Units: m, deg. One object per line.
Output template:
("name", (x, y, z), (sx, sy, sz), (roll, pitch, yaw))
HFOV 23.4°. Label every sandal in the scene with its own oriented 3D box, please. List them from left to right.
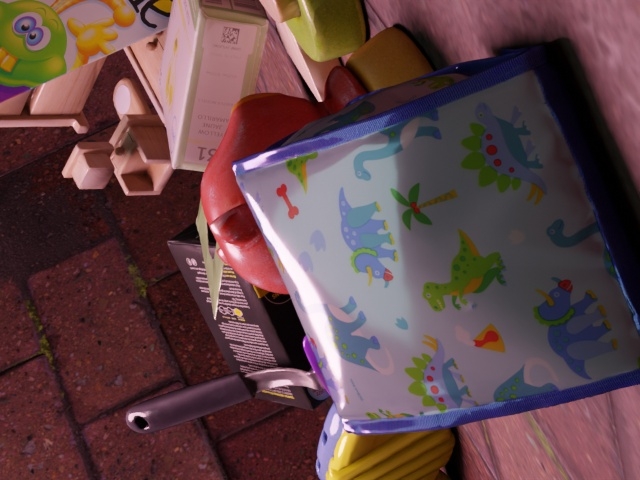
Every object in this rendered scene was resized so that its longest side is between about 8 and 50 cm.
("sandal", (0.049, 0.177, 1.402), (0.317, 0.126, 0.138), (79, 168, -66))

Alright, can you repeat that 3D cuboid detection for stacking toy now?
("stacking toy", (-0.022, -0.058, 0.895), (0.279, 0.130, 0.309), (62, 174, 21))

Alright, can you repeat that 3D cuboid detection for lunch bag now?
("lunch bag", (0.057, -0.001, 0.596), (0.151, 0.096, 0.128), (-13, 105, 55))

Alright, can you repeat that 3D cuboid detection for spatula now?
("spatula", (-0.042, 0.116, 1.245), (0.084, 0.296, 0.030), (59, -145, -19))

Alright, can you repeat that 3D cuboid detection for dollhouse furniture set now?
("dollhouse furniture set", (-0.289, -0.200, 1.586), (0.303, 0.356, 0.173), (-56, 51, 38))

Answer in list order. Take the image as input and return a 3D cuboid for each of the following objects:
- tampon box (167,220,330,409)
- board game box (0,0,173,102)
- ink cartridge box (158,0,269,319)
("tampon box", (-0.027, 0.040, 1.303), (0.101, 0.120, 0.161), (5, 126, 50))
("board game box", (-0.217, -0.220, 1.255), (0.144, 0.275, 0.142), (67, 174, -21))
("ink cartridge box", (-0.090, -0.085, 1.148), (0.171, 0.056, 0.235), (-108, 29, -62))
